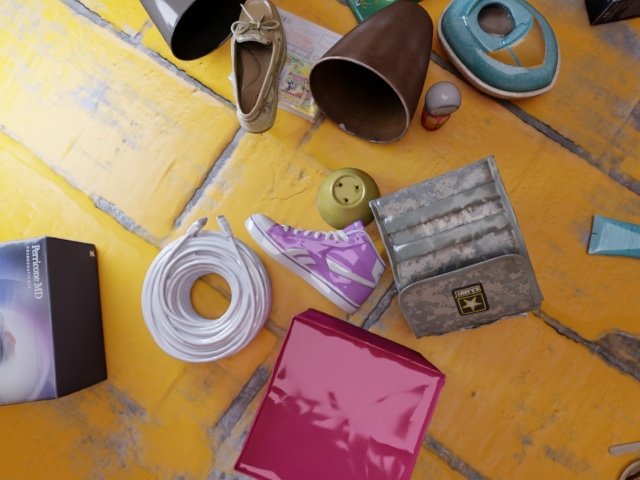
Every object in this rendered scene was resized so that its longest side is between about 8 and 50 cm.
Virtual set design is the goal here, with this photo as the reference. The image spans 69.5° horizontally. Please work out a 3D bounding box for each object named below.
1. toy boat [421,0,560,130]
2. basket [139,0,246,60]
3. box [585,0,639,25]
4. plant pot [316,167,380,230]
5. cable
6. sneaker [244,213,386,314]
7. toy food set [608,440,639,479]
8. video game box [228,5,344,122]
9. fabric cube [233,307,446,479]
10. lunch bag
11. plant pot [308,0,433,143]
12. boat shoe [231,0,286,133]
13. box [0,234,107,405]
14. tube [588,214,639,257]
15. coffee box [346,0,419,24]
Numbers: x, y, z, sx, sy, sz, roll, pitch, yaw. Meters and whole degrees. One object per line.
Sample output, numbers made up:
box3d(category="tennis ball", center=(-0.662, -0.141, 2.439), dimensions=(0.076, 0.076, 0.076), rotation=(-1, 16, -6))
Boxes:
box3d(category="toy boat", center=(0.317, -0.348, 0.907), dimensions=(0.267, 0.148, 0.318), rotation=(42, 88, 7))
box3d(category="basket", center=(-0.299, -0.528, 0.968), dimensions=(0.204, 0.154, 0.227), rotation=(-42, 80, -2))
box3d(category="box", center=(0.630, -0.542, 0.934), dimensions=(0.158, 0.093, 0.156), rotation=(-9, 83, 4))
box3d(category="plant pot", center=(0.057, -0.090, 0.922), dimensions=(0.134, 0.095, 0.134), rotation=(0, 84, 3))
box3d(category="cable", center=(-0.226, 0.110, 0.924), dimensions=(0.257, 0.089, 0.257), rotation=(-37, 84, 0))
box3d(category="sneaker", center=(0.000, 0.000, 0.908), dimensions=(0.282, 0.102, 0.161), rotation=(36, 98, -5))
box3d(category="toy food set", center=(0.625, 0.470, 0.855), dimensions=(0.132, 0.038, 0.192), rotation=(-15, 83, 2))
box3d(category="video game box", center=(-0.062, -0.377, 0.985), dimensions=(0.205, 0.048, 0.187), rotation=(27, 85, 6))
box3d(category="fabric cube", center=(0.036, 0.283, 0.804), dimensions=(0.254, 0.258, 0.259), rotation=(22, 86, 5))
box3d(category="lunch bag", center=(0.247, 0.027, 0.849), dimensions=(0.235, 0.169, 0.287), rotation=(-19, 84, 16))
box3d(category="plant pot", center=(0.126, -0.349, 0.907), dimensions=(0.215, 0.215, 0.230), rotation=(30, 72, 6))
box3d(category="boat shoe", center=(-0.125, -0.362, 0.919), dimensions=(0.104, 0.089, 0.285), rotation=(-2, 84, 5))
box3d(category="box", center=(-0.609, 0.159, 0.898), dimensions=(0.294, 0.183, 0.296), rotation=(-9, 84, 1))
box3d(category="tube", center=(0.640, 0.005, 0.902), dimensions=(0.207, 0.052, 0.080), rotation=(11, 80, 10))
box3d(category="coffee box", center=(0.145, -0.546, 0.992), dimensions=(0.184, 0.040, 0.113), rotation=(-28, 82, 0))
